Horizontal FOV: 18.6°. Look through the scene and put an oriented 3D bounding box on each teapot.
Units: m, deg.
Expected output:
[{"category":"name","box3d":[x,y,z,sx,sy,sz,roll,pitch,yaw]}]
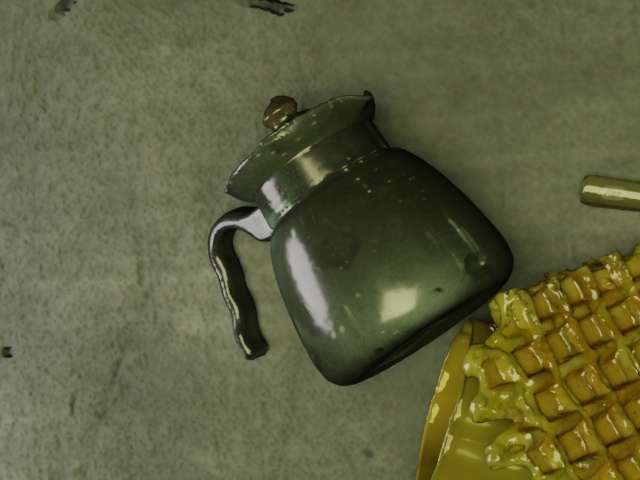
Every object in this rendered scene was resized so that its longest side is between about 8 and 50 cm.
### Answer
[{"category":"teapot","box3d":[0.020,-0.012,1.965,0.223,0.305,0.285,-29,81,-23]}]

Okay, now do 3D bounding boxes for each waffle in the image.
[{"category":"waffle","box3d":[0.277,0.131,1.860,0.312,0.060,0.307,15,58,-20]}]

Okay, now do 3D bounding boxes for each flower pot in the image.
[{"category":"flower pot","box3d":[0.201,0.193,1.935,0.179,0.195,0.195,17,99,-3]}]

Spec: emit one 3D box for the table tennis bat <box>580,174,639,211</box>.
[{"category":"table tennis bat","box3d":[0.384,-0.035,1.951,0.246,0.022,0.138,9,97,9]}]
